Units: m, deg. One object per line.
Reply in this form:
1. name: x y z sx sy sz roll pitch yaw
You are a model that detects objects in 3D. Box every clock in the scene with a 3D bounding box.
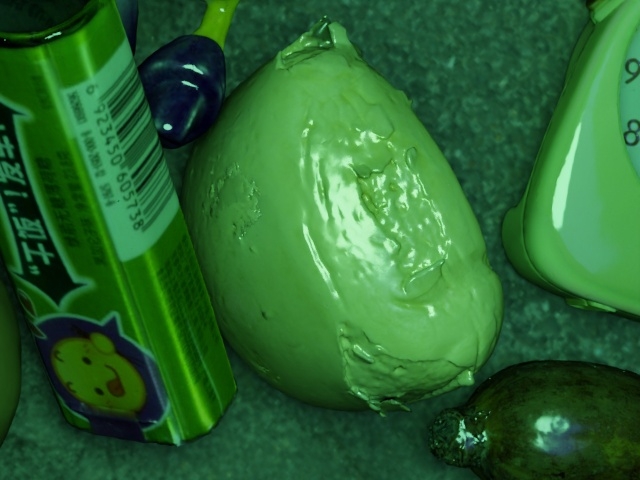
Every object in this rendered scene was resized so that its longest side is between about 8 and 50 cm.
1. clock: 0.314 -0.096 1.409 0.286 0.117 0.348 18 86 -11

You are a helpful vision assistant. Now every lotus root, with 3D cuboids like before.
1. lotus root: 0.180 0.144 1.381 0.209 0.120 0.120 3 90 -13

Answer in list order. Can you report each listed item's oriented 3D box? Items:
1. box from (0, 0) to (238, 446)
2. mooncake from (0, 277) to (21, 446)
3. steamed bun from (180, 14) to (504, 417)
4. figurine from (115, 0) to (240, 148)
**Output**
1. box: -0.157 -0.020 1.225 0.097 0.134 0.345 -57 143 -42
2. mooncake: -0.427 0.057 1.185 0.467 0.262 0.467 1 87 -11
3. steamed bun: 0.000 0.000 1.288 0.166 0.232 0.273 -29 95 -16
4. figurine: -0.059 -0.264 1.288 0.154 0.193 0.421 26 68 -1
